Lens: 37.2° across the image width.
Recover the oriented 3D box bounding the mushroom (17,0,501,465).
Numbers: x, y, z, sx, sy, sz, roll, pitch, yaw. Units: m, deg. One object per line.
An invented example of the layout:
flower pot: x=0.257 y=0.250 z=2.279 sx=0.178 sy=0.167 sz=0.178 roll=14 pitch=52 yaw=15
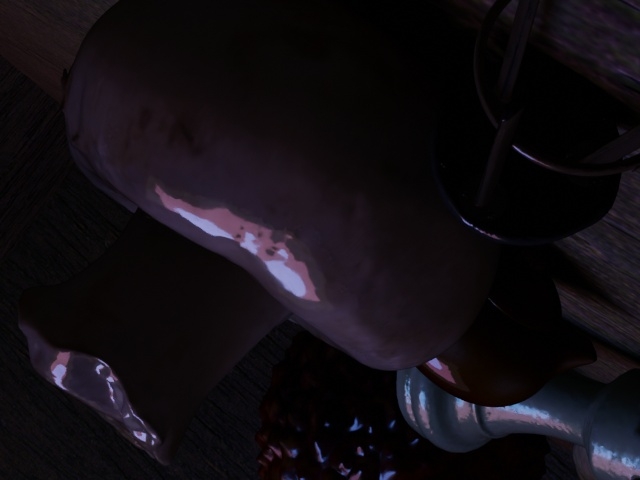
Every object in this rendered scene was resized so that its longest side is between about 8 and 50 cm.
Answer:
mushroom: x=-0.048 y=-0.006 z=0.594 sx=0.297 sy=0.290 sz=0.297 roll=36 pitch=174 yaw=4

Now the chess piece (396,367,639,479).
chess piece: x=0.246 y=0.168 z=1.005 sx=0.299 sy=0.195 sz=0.194 roll=17 pitch=163 yaw=45

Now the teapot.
teapot: x=0.128 y=0.035 z=0.818 sx=0.252 sy=0.135 sz=0.178 roll=41 pitch=-152 yaw=-6

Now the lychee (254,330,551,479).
lychee: x=0.126 y=0.266 z=1.398 sx=0.424 sy=0.500 sz=0.425 roll=18 pitch=127 yaw=25

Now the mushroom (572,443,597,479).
mushroom: x=0.432 y=0.302 z=1.205 sx=0.247 sy=0.130 sz=0.344 roll=39 pitch=175 yaw=4

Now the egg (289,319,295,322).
egg: x=-0.018 y=0.076 z=1.777 sx=0.231 sy=0.168 sz=0.168 roll=31 pitch=174 yaw=21

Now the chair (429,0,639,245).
chair: x=0.092 y=-0.052 z=0.381 sx=0.104 sy=0.095 sz=0.221 roll=46 pitch=177 yaw=9
